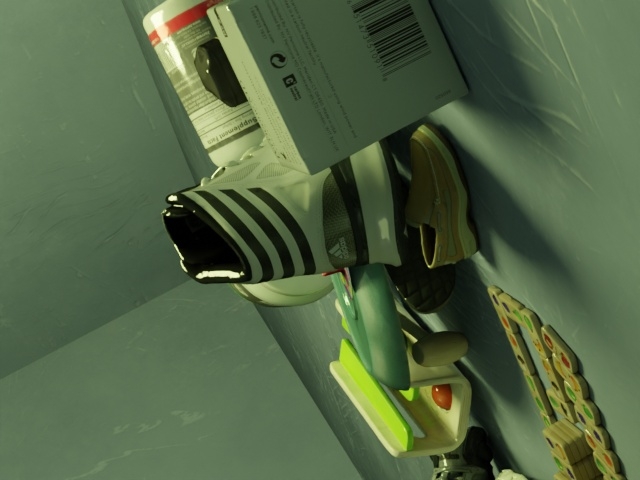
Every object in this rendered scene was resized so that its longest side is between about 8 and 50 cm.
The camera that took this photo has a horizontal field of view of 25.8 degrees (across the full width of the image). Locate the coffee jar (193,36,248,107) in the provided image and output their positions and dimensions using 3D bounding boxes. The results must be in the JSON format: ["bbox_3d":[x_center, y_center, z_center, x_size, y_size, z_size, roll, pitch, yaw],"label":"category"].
[{"bbox_3d":[-0.053,-0.222,1.607,0.079,0.184,0.096,65,170,-20],"label":"coffee jar"}]

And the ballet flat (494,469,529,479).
[{"bbox_3d":[0.264,0.389,1.835,0.147,0.147,0.409,62,172,1],"label":"ballet flat"}]

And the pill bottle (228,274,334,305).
[{"bbox_3d":[-0.058,0.008,2.286,0.204,0.204,0.361,62,171,0],"label":"pill bottle"}]

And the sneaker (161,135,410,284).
[{"bbox_3d":[-0.062,-0.095,1.608,0.447,0.258,0.169,-106,5,-61],"label":"sneaker"}]

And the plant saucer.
[{"bbox_3d":[0.047,0.050,1.821,0.317,0.044,0.317,162,90,-84],"label":"plant saucer"}]

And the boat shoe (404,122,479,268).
[{"bbox_3d":[0.122,-0.040,1.529,0.068,0.072,0.190,51,166,51],"label":"boat shoe"}]

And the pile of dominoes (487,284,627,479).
[{"bbox_3d":[0.257,0.187,1.554,0.251,0.040,0.196,65,171,-19],"label":"pile of dominoes"}]

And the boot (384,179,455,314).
[{"bbox_3d":[0.120,0.031,1.773,0.161,0.083,0.246,68,178,-47],"label":"boot"}]

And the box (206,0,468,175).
[{"bbox_3d":[0.015,-0.183,1.349,0.181,0.182,0.119,64,171,-12],"label":"box"}]

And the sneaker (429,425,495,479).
[{"bbox_3d":[0.182,0.350,2.003,0.268,0.101,0.153,-16,-83,-65],"label":"sneaker"}]

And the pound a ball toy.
[{"bbox_3d":[0.133,0.163,2.016,0.319,0.136,0.208,-132,42,-58],"label":"pound a ball toy"}]

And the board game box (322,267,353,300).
[{"bbox_3d":[0.000,0.000,1.739,0.168,0.033,0.133,-112,8,-49],"label":"board game box"}]

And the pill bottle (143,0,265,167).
[{"bbox_3d":[-0.105,-0.210,1.980,0.318,0.176,0.176,63,171,-5],"label":"pill bottle"}]
